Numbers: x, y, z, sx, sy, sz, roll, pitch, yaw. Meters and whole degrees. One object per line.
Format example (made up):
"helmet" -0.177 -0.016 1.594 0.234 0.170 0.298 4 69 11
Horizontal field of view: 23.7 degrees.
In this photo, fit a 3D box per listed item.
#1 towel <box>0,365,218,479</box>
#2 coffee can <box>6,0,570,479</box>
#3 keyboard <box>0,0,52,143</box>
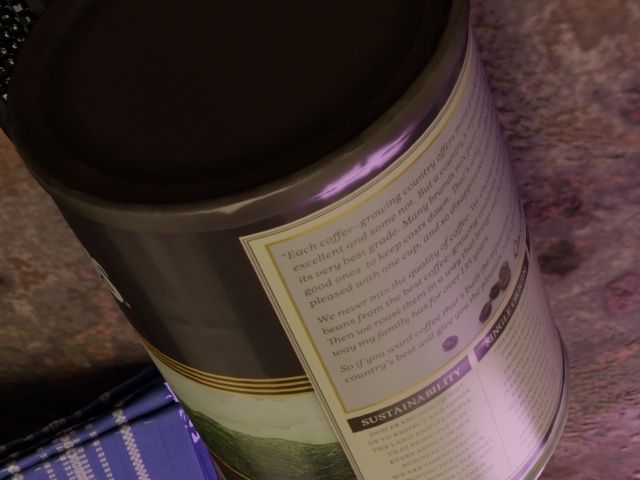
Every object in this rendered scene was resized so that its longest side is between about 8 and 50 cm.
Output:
"towel" -0.223 0.221 1.022 0.336 0.040 0.243 -23 141 -10
"coffee can" 0.000 0.000 0.731 0.201 0.202 0.275 -9 137 14
"keyboard" -0.139 -0.083 0.771 0.100 0.038 0.192 -14 137 18
